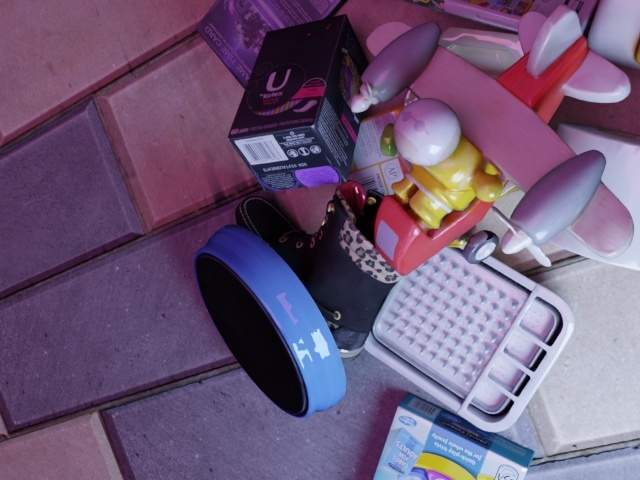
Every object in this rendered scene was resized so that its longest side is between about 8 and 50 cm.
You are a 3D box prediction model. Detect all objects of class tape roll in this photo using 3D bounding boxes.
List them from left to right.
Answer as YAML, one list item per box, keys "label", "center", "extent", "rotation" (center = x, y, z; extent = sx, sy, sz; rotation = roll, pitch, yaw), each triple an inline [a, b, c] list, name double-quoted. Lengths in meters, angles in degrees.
- label: "tape roll"
  center: [0.454, -0.069, 1.118]
  extent: [0.246, 0.246, 0.169]
  rotation: [17, 107, 22]

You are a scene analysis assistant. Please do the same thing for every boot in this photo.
- label: "boot"
  center: [0.000, 0.000, 1.344]
  extent: [0.377, 0.138, 0.284]
  rotation: [55, 137, 23]

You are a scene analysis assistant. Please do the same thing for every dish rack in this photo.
- label: "dish rack"
  center: [0.256, 0.147, 1.349]
  extent: [0.333, 0.072, 0.285]
  rotation: [32, 112, 17]

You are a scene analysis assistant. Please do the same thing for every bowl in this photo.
- label: "bowl"
  center: [-0.106, 0.158, 1.393]
  extent: [0.391, 0.077, 0.391]
  rotation: [43, 152, 30]

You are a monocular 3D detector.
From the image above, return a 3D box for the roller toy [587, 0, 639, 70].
- label: "roller toy"
  center: [0.484, -0.340, 1.077]
  extent: [0.146, 0.209, 0.191]
  rotation: [23, 105, 18]

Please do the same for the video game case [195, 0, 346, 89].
- label: "video game case"
  center: [-0.098, -0.435, 1.436]
  extent: [0.274, 0.026, 0.196]
  rotation: [-43, 80, 26]

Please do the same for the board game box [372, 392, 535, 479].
- label: "board game box"
  center: [0.223, 0.498, 1.426]
  extent: [0.254, 0.079, 0.336]
  rotation: [22, 108, 21]

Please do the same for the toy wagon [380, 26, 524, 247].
- label: "toy wagon"
  center: [0.232, -0.161, 1.213]
  extent: [0.267, 0.068, 0.344]
  rotation: [14, 106, 23]

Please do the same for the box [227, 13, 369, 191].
- label: "box"
  center: [-0.027, -0.237, 1.293]
  extent: [0.165, 0.270, 0.143]
  rotation: [-5, 142, 25]

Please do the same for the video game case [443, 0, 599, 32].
- label: "video game case"
  center: [0.329, -0.401, 1.152]
  extent: [0.206, 0.227, 0.026]
  rotation: [23, 152, 20]

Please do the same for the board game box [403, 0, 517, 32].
- label: "board game box"
  center: [0.275, -0.368, 1.207]
  extent: [0.259, 0.136, 0.030]
  rotation: [23, 121, 20]

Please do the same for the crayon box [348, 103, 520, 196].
- label: "crayon box"
  center: [0.203, -0.148, 1.313]
  extent: [0.323, 0.083, 0.203]
  rotation: [-17, 93, 28]

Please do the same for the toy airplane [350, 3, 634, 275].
- label: "toy airplane"
  center: [0.214, -0.149, 1.015]
  extent: [0.386, 0.272, 0.384]
  rotation: [-5, 84, 42]
